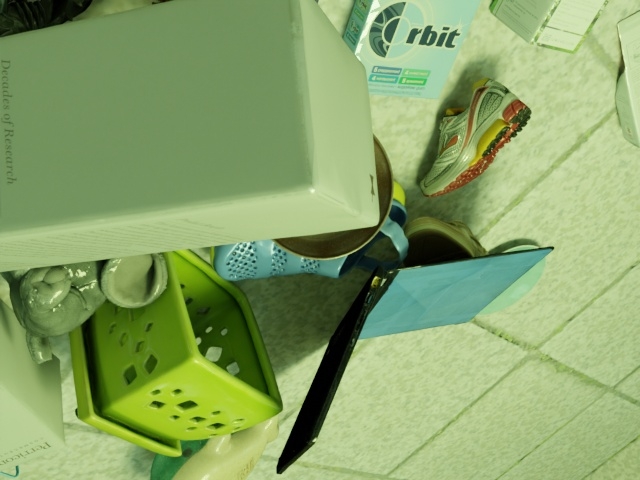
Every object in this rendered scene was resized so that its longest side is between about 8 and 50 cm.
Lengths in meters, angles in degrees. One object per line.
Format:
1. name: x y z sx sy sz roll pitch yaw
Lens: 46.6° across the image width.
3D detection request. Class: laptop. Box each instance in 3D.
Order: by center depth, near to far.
1. laptop: 0.131 0.200 1.172 0.236 0.408 0.382 24 155 1

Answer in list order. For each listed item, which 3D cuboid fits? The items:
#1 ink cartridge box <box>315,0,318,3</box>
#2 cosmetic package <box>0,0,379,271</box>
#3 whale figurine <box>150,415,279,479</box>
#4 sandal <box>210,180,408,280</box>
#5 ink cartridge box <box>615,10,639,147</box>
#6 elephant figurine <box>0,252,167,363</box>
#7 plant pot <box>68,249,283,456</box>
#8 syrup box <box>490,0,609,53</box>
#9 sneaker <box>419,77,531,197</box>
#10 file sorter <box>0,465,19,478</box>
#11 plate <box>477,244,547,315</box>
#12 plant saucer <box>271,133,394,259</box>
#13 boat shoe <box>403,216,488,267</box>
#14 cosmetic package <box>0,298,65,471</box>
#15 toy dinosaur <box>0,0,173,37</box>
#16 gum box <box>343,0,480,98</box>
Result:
1. ink cartridge box: -0.041 -0.246 0.772 0.065 0.165 0.333 21 125 1
2. cosmetic package: -0.194 -0.073 0.656 0.453 0.162 0.230 -6 174 15
3. whale figurine: -0.196 0.391 1.379 0.272 0.141 0.216 -37 147 -31
4. sandal: 0.000 0.000 1.070 0.317 0.138 0.126 -15 140 -15
5. ink cartridge box: 0.561 -0.291 1.192 0.189 0.066 0.232 -29 119 -2
6. elephant figurine: -0.265 0.012 0.922 0.239 0.169 0.186 -24 171 -32
7. plant pot: -0.216 0.164 1.045 0.207 0.227 0.228 -31 140 10
8. syrup box: 0.324 -0.363 0.924 0.093 0.096 0.237 0 131 -34
9. sneaker: 0.214 -0.147 1.099 0.088 0.093 0.225 -21 158 -41
10. file sorter: -0.556 0.340 1.105 0.170 0.104 0.118 -33 139 4
11. plate: 0.352 0.073 1.441 0.188 0.024 0.188 -17 138 -16
12. plant saucer: -0.001 -0.074 1.003 0.198 0.036 0.199 -1 94 -10
13. boat shoe: 0.215 0.019 1.244 0.109 0.098 0.302 -24 148 26
14. cosmetic package: -0.494 0.146 0.899 0.217 0.156 0.385 -22 138 -1
15. toy dinosaur: -0.228 -0.273 0.656 0.322 0.164 0.218 35 93 -25
16. gum box: 0.113 -0.270 0.934 0.157 0.041 0.184 -2 131 -29
